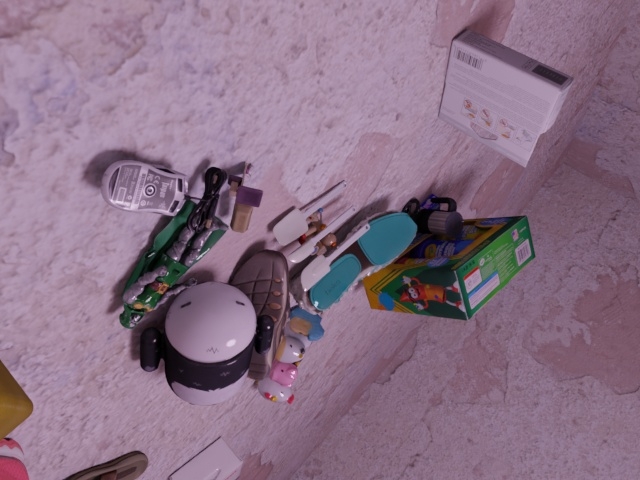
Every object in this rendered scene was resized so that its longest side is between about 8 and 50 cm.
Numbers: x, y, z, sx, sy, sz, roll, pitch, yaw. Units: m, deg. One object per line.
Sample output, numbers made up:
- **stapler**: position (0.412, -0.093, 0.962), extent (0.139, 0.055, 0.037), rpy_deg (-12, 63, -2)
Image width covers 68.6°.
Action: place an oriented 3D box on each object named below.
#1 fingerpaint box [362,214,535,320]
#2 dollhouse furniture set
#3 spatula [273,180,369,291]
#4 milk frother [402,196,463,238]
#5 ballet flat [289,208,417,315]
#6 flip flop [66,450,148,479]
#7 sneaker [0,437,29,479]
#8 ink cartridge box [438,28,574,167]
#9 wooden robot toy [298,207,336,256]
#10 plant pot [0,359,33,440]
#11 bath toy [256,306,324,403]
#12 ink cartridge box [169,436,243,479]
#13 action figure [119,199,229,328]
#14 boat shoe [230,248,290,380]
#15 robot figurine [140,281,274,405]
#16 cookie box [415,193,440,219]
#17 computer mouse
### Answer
- **fingerpaint box**: position (0.411, 0.069, 1.523), extent (0.445, 0.371, 0.163), rpy_deg (-28, 106, -37)
- **dollhouse furniture set**: position (-0.150, -0.079, 0.811), extent (0.114, 0.091, 0.081), rpy_deg (113, -16, -44)
- **spatula**: position (0.011, -0.023, 1.049), extent (0.242, 0.019, 0.168), rpy_deg (-40, 110, -30)
- **milk frother**: position (0.353, -0.072, 1.487), extent (0.143, 0.134, 0.129), rpy_deg (-13, 104, -31)
- **ballet flat**: position (0.078, 0.041, 1.250), extent (0.409, 0.147, 0.147), rpy_deg (-34, 150, -26)
- **flip flop**: position (-0.494, 0.563, 1.042), extent (0.112, 0.080, 0.277), rpy_deg (-58, 154, 16)
- **sneaker**: position (-0.515, 0.342, 0.646), extent (0.116, 0.136, 0.314), rpy_deg (-47, 154, -10)
- **ink cartridge box**: position (0.423, -0.334, 1.119), extent (0.060, 0.275, 0.239), rpy_deg (-42, 154, -19)
- **wooden robot toy**: position (0.000, 0.000, 1.102), extent (0.076, 0.079, 0.173), rpy_deg (-38, 152, -25)
- **plant pot**: position (-0.439, 0.170, 0.481), extent (0.212, 0.212, 0.187), rpy_deg (-42, 166, -19)
- **bath toy**: position (-0.093, 0.357, 1.373), extent (0.151, 0.129, 0.348), rpy_deg (-19, 141, -49)
- **ink cartridge box**: position (-0.371, 0.790, 1.510), extent (0.198, 0.115, 0.273), rpy_deg (-29, 147, -40)
- **action figure**: position (-0.251, 0.049, 0.775), extent (0.232, 0.063, 0.137), rpy_deg (-51, 148, -2)
- **boat shoe**: position (-0.137, 0.158, 1.072), extent (0.130, 0.132, 0.355), rpy_deg (-59, 168, -57)
- **robot figurine**: position (-0.217, 0.204, 0.917), extent (0.209, 0.173, 0.278), rpy_deg (-41, 155, -44)
- **cookie box**: position (0.372, -0.097, 1.630), extent (0.092, 0.040, 0.107), rpy_deg (-44, 153, -12)
- **computer mouse**: position (-0.223, -0.072, 0.664), extent (0.193, 0.042, 0.106), rpy_deg (12, 100, -53)
